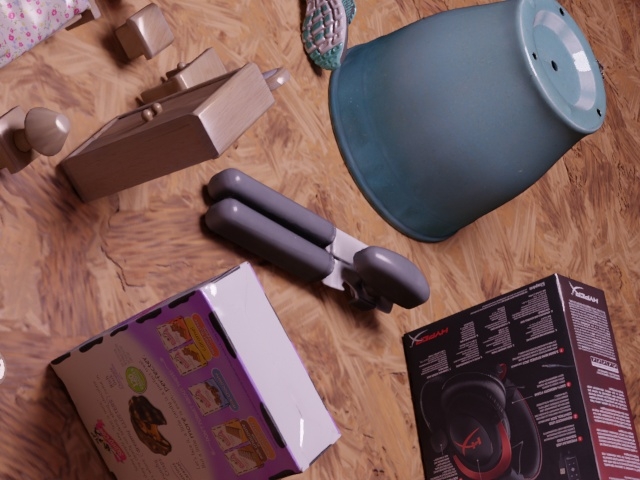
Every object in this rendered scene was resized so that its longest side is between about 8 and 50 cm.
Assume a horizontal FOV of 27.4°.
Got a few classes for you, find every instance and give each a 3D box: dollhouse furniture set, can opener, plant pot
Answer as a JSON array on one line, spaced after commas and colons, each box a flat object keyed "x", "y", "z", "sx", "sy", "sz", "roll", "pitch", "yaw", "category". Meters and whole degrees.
[{"x": -0.201, "y": -0.235, "z": 1.164, "sx": 0.356, "sy": 0.173, "sz": 0.303, "roll": 63, "pitch": 34, "yaw": -17, "category": "dollhouse furniture set"}, {"x": 0.000, "y": 0.000, "z": 1.399, "sx": 0.280, "sy": 0.093, "sz": 0.074, "roll": 26, "pitch": 51, "yaw": -35, "category": "can opener"}, {"x": 0.193, "y": -0.169, "z": 1.593, "sx": 0.271, "sy": 0.255, "sz": 0.272, "roll": 29, "pitch": 48, "yaw": -38, "category": "plant pot"}]

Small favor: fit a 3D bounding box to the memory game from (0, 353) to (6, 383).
[{"x": -0.321, "y": 0.084, "z": 1.002, "sx": 0.186, "sy": 0.012, "sz": 0.186, "roll": 28, "pitch": 50, "yaw": -39, "category": "memory game"}]

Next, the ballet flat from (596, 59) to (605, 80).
[{"x": 0.394, "y": -0.233, "z": 2.052, "sx": 0.084, "sy": 0.058, "sz": 0.250, "roll": 60, "pitch": 36, "yaw": -6, "category": "ballet flat"}]

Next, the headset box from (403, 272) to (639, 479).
[{"x": 0.225, "y": 0.214, "z": 1.438, "sx": 0.110, "sy": 0.218, "sz": 0.293, "roll": 17, "pitch": 56, "yaw": -46, "category": "headset box"}]

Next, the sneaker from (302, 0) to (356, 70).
[{"x": 0.018, "y": -0.278, "z": 1.606, "sx": 0.076, "sy": 0.065, "sz": 0.167, "roll": 23, "pitch": 54, "yaw": -48, "category": "sneaker"}]

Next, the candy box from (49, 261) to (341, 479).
[{"x": -0.107, "y": 0.131, "z": 1.086, "sx": 0.070, "sy": 0.196, "sz": 0.165, "roll": -33, "pitch": 96, "yaw": -53, "category": "candy box"}]
